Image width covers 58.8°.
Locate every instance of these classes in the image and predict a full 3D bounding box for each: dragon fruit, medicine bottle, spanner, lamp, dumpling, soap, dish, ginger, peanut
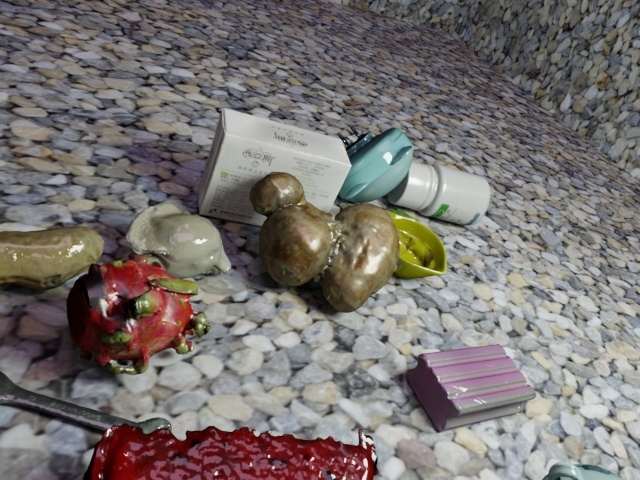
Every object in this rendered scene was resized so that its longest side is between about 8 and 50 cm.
[{"bbox_3d":[-0.088,0.339,0.605,0.343,0.100,0.282,11,38,-15],"label":"dragon fruit"},{"bbox_3d":[0.297,-0.123,1.442,0.236,0.139,0.139,10,37,-20],"label":"medicine bottle"},{"bbox_3d":[-0.306,0.215,0.706,0.254,0.015,0.054,20,36,-8],"label":"spanner"},{"bbox_3d":[-0.246,0.098,0.780,0.172,0.160,0.166,-3,1,-41],"label":"dragon fruit"},{"bbox_3d":[0.119,-0.185,1.362,0.147,0.209,0.284,51,6,-29],"label":"lamp"},{"bbox_3d":[-0.237,0.000,0.956,0.199,0.118,0.136,24,29,-43],"label":"dumpling"},{"bbox_3d":[0.261,0.249,0.982,0.203,0.066,0.122,1,41,-32],"label":"soap"},{"bbox_3d":[0.180,0.022,1.222,0.148,0.080,0.208,-13,51,-38],"label":"dish"},{"bbox_3d":[0.000,0.000,1.054,0.304,0.155,0.245,23,61,-20],"label":"ginger"},{"bbox_3d":[-0.421,0.023,0.820,0.214,0.100,0.099,1,41,-35],"label":"peanut"}]

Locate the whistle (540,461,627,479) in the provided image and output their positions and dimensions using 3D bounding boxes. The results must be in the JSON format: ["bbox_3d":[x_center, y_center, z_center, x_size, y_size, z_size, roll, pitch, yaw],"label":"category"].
[{"bbox_3d":[0.366,0.399,0.742,0.290,0.163,0.163,60,31,-16],"label":"whistle"}]

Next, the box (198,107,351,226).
[{"bbox_3d":[-0.096,-0.129,1.140,0.260,0.195,0.111,13,36,-20],"label":"box"}]
